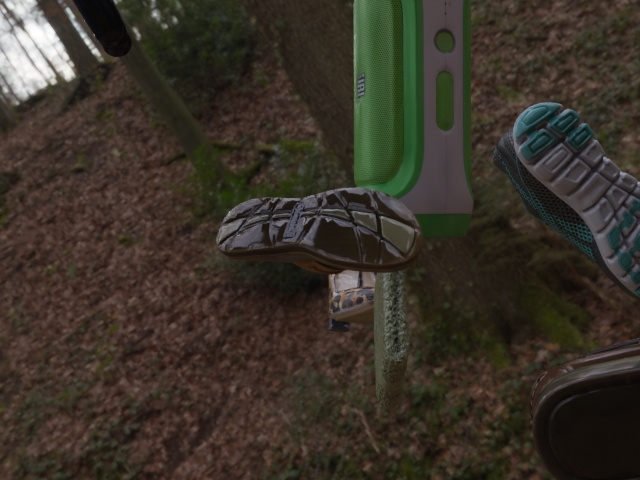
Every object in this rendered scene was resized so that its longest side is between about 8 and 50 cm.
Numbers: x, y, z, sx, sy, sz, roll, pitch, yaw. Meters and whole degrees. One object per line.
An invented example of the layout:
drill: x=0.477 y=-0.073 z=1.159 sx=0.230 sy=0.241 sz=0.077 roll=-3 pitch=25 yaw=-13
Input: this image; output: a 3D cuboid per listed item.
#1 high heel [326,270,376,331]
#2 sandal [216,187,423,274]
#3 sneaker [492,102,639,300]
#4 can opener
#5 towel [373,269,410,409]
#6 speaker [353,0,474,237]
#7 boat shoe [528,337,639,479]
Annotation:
high heel: x=0.060 y=0.043 z=1.239 sx=0.093 sy=0.186 sz=0.261 roll=8 pitch=-15 yaw=-13
sandal: x=0.000 y=0.000 z=0.599 sx=0.180 sy=0.049 sz=0.072 roll=0 pitch=52 yaw=31
sneaker: x=0.187 y=-0.025 z=0.544 sx=0.065 sy=0.166 sz=0.076 roll=-41 pitch=6 yaw=-13
can opener: x=-0.194 y=-0.218 z=0.559 sx=0.073 sy=0.186 sz=0.059 roll=-33 pitch=7 yaw=3
towel: x=0.070 y=0.079 z=0.750 sx=0.027 sy=0.148 sz=0.110 roll=2 pitch=-38 yaw=0
speaker: x=0.092 y=-0.151 z=0.773 sx=0.131 sy=0.296 sz=0.131 roll=-1 pitch=1 yaw=0
boat shoe: x=0.294 y=0.093 z=0.498 sx=0.307 sy=0.110 sz=0.104 roll=-5 pitch=6 yaw=16
